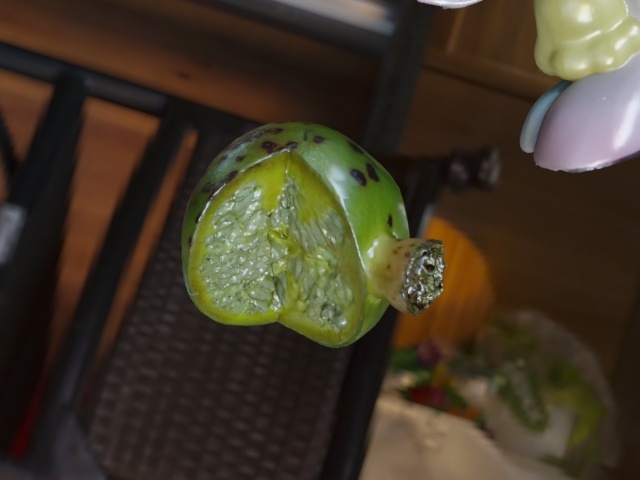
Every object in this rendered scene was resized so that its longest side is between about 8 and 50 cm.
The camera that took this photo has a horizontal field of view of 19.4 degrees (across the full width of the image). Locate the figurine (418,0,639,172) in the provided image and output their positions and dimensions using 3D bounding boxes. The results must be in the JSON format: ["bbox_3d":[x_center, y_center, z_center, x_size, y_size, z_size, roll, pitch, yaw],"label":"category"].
[{"bbox_3d":[0.183,-0.219,1.605,0.206,0.284,0.316,-120,-166,-72],"label":"figurine"}]

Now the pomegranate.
[{"bbox_3d":[0.002,-0.006,1.161,0.122,0.169,0.143,-59,145,-57],"label":"pomegranate"}]
